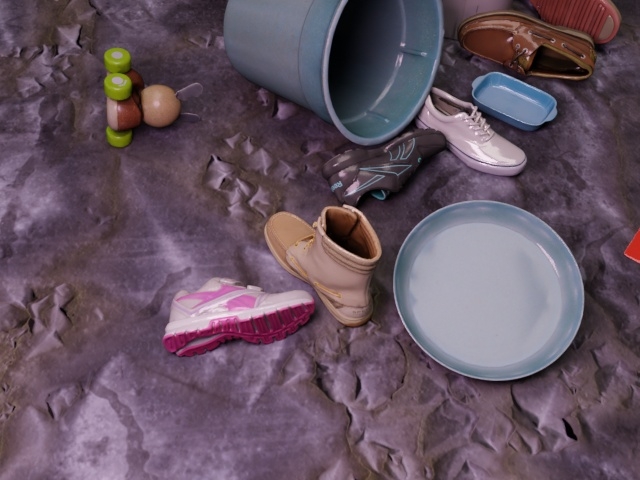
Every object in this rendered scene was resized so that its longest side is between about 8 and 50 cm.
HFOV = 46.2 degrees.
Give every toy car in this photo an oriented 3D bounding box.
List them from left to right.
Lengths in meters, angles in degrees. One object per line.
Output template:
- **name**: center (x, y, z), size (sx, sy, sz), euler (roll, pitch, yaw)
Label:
- **toy car**: center (-0.333, -0.282, 1.501), size (0.189, 0.155, 0.148), euler (-1, 53, -14)

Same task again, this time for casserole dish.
- **casserole dish**: center (0.408, -0.291, 1.594), size (0.188, 0.037, 0.114), euler (30, 58, 19)

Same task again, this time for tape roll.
- **tape roll**: center (0.336, -0.610, 1.750), size (0.246, 0.169, 0.246), euler (1, 52, -1)

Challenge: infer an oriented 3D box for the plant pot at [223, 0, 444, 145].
- **plant pot**: center (0.008, -0.398, 1.475), size (0.334, 0.341, 0.341), euler (27, 55, 38)

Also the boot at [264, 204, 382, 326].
- **boot**: center (0.000, 0.000, 1.255), size (0.095, 0.203, 0.262), euler (-30, 61, -23)

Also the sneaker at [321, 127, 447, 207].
- **sneaker**: center (0.134, -0.136, 1.450), size (0.268, 0.101, 0.106), euler (-21, 79, -18)

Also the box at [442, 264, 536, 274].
- **box**: center (0.302, 0.027, 1.347), size (0.179, 0.043, 0.105), euler (0, 53, 1)

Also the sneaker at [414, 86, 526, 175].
- **sneaker**: center (0.297, -0.219, 1.501), size (0.258, 0.091, 0.094), euler (33, 59, 21)

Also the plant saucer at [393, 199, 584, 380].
- **plant saucer**: center (0.280, 0.083, 1.266), size (0.318, 0.043, 0.317), euler (0, 68, 0)

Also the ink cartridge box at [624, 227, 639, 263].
- **ink cartridge box**: center (0.788, -0.055, 1.371), size (0.308, 0.091, 0.385), euler (32, 65, 21)

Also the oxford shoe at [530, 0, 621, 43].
- **oxford shoe**: center (0.572, -0.611, 1.781), size (0.147, 0.140, 0.397), euler (-26, 60, -29)

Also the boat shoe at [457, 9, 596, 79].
- **boat shoe**: center (0.453, -0.424, 1.649), size (0.308, 0.110, 0.104), euler (8, 52, 5)

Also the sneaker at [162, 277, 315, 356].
- **sneaker**: center (-0.137, 0.107, 1.236), size (0.252, 0.103, 0.111), euler (-8, 55, -8)
